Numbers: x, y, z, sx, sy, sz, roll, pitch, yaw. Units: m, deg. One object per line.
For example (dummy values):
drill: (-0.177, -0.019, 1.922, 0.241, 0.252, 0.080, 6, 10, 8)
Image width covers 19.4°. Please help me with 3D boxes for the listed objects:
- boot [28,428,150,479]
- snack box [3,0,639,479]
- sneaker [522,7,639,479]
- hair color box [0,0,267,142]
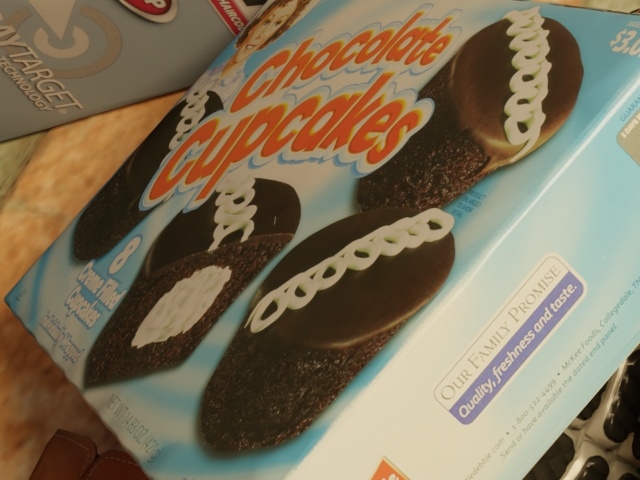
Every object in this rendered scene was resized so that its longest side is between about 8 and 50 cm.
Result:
boot: (-0.076, 0.153, 0.653, 0.197, 0.073, 0.152, 22, 71, 37)
snack box: (0.000, 0.000, 0.631, 0.187, 0.060, 0.322, -49, 21, -6)
sneaker: (0.068, 0.029, 0.669, 0.279, 0.107, 0.118, -51, 32, -16)
hair color box: (-0.168, -0.147, 0.886, 0.374, 0.113, 0.185, -15, 53, 19)
